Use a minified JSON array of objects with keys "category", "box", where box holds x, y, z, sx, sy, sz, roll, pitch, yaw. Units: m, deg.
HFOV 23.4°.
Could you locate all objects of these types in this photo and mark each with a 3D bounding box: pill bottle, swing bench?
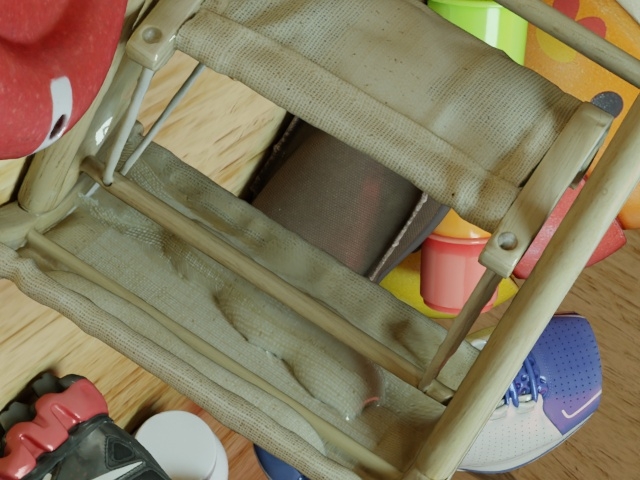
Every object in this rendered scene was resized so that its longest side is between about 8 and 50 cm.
[{"category":"pill bottle","box":[-0.127,0.207,1.328,0.094,0.094,0.169,-53,170,-25]},{"category":"swing bench","box":[0.006,-0.038,0.724,0.255,0.253,0.165,-58,171,8]}]

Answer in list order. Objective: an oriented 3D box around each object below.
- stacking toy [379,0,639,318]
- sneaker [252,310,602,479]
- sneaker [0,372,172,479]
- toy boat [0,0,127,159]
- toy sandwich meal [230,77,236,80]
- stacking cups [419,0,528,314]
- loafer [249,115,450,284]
[{"category":"stacking toy","box":[0.129,-0.042,1.372,0.480,0.350,0.350,-43,171,5]},{"category":"sneaker","box":[0.102,0.136,1.320,0.315,0.127,0.182,-14,163,-10]},{"category":"sneaker","box":[-0.186,0.206,0.910,0.276,0.135,0.098,-49,169,-36]},{"category":"toy boat","box":[-0.055,-0.121,0.455,0.231,0.151,0.151,-62,169,24]},{"category":"toy sandwich meal","box":[-0.032,-0.134,0.908,0.085,0.029,0.085,-55,166,-21]},{"category":"stacking cups","box":[0.113,-0.101,1.204,0.096,0.096,0.316,-40,137,-61]},{"category":"loafer","box":[0.000,0.000,1.176,0.130,0.134,0.366,-41,163,-49]}]
